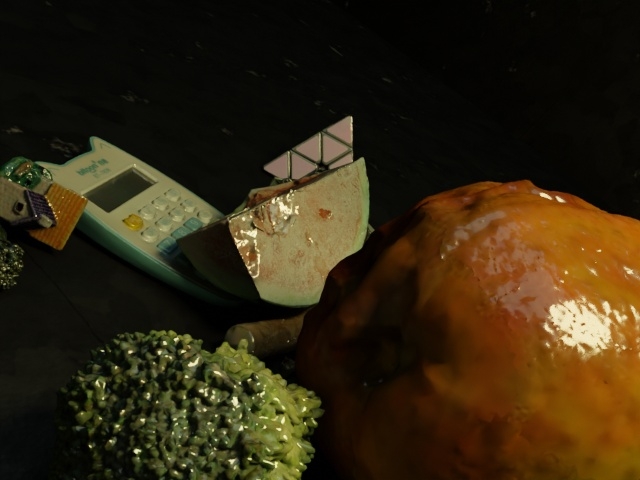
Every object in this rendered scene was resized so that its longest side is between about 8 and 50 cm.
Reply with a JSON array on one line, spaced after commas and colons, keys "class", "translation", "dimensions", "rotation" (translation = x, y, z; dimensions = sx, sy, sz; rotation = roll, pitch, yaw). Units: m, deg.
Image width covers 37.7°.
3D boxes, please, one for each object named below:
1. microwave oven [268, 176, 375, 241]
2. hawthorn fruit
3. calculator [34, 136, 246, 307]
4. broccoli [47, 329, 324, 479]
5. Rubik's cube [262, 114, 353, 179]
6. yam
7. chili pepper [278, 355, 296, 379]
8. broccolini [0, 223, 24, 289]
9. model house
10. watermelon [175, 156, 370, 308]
[{"class": "microwave oven", "translation": [0.000, 0.000, 1.562], "dimensions": [0.162, 0.122, 0.208], "rotation": [7, 31, -42]}, {"class": "hawthorn fruit", "translation": [0.198, 0.134, 0.996], "dimensions": [0.472, 0.471, 0.471], "rotation": [23, 24, -11]}, {"class": "calculator", "translation": [-0.239, -0.022, 1.435], "dimensions": [0.386, 0.054, 0.256], "rotation": [31, 23, 3]}, {"class": "broccoli", "translation": [-0.117, 0.214, 0.881], "dimensions": [0.260, 0.235, 0.287], "rotation": [13, 62, -28]}, {"class": "Rubik's cube", "translation": [-0.026, -0.170, 1.881], "dimensions": [0.178, 0.190, 0.211], "rotation": [1, 27, -16]}, {"class": "yam", "translation": [-0.038, 0.123, 1.346], "dimensions": [0.066, 0.066, 0.300], "rotation": [37, 24, 19]}, {"class": "chili pepper", "translation": [0.092, 0.135, 1.339], "dimensions": [0.388, 0.110, 0.110], "rotation": [-16, 46, -32]}, {"class": "broccolini", "translation": [-0.433, -0.012, 1.188], "dimensions": [0.091, 0.068, 0.202], "rotation": [-9, 38, -26]}, {"class": "model house", "translation": [-0.378, -0.050, 1.257], "dimensions": [0.100, 0.087, 0.101], "rotation": [30, -2, 16]}, {"class": "watermelon", "translation": [-0.045, -0.018, 1.366], "dimensions": [0.224, 0.180, 0.305], "rotation": [37, 42, 20]}]
